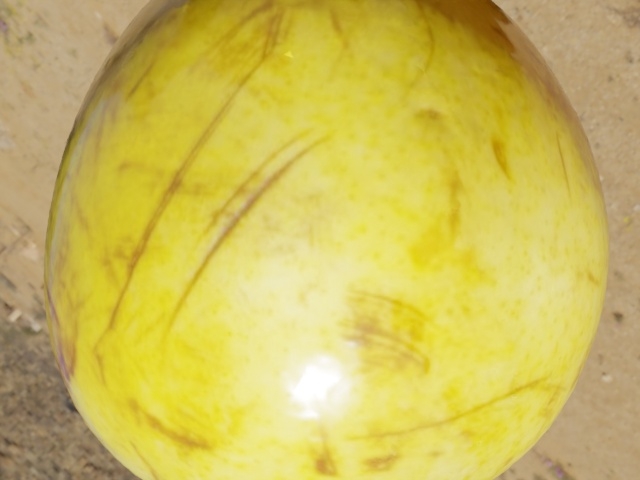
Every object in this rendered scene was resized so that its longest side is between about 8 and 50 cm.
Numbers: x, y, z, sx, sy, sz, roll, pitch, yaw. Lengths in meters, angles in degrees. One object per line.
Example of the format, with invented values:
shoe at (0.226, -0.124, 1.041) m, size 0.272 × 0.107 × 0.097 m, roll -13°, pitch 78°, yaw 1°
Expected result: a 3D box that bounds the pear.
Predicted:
pear at (0.000, 0.000, 0.451) m, size 0.281 × 0.281 × 0.281 m, roll 40°, pitch 165°, yaw 13°
